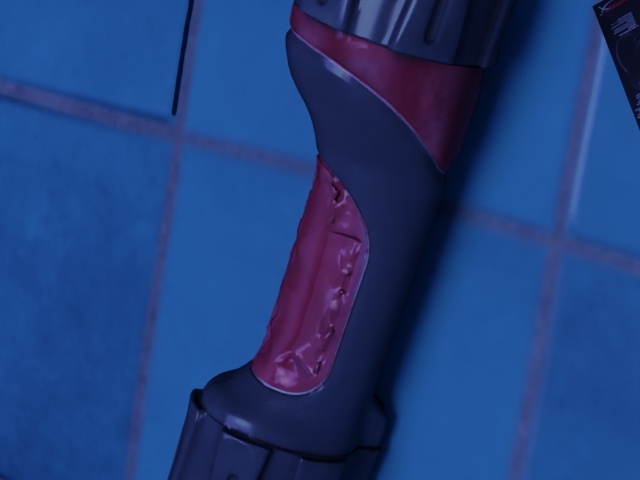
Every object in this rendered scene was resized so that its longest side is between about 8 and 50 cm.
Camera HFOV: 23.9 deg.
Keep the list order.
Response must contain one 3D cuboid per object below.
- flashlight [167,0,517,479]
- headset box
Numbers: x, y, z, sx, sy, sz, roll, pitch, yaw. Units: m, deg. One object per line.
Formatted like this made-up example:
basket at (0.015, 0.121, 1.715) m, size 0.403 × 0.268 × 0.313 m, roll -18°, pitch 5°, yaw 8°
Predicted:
flashlight at (0.000, 0.000, 0.717) m, size 0.103 × 0.103 × 0.304 m, roll 32°, pitch 111°, yaw 34°
headset box at (0.158, -0.073, 0.625) m, size 0.062 × 0.032 × 0.083 m, roll -29°, pitch 75°, yaw 38°
